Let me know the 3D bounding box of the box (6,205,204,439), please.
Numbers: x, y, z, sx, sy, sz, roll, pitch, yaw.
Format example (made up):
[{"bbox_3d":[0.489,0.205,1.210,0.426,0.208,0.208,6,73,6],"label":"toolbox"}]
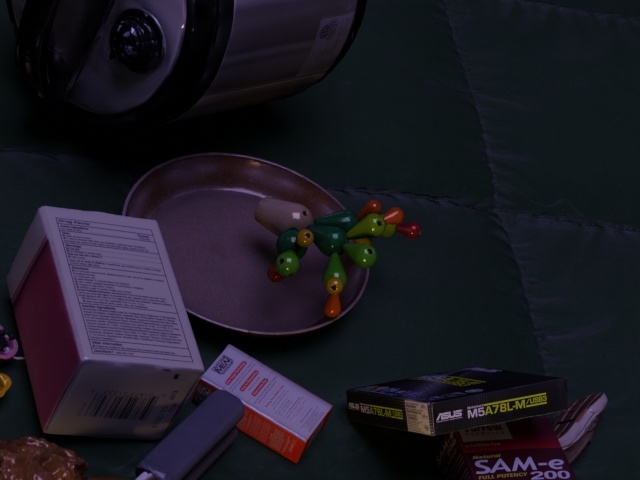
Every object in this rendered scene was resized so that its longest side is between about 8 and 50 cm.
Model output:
[{"bbox_3d":[-0.242,0.092,1.989,0.149,0.127,0.232,8,42,-30],"label":"box"}]

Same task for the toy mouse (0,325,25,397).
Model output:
[{"bbox_3d":[-0.390,0.120,1.971,0.161,0.031,0.143,-17,66,-47],"label":"toy mouse"}]

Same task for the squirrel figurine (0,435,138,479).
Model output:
[{"bbox_3d":[-0.242,0.381,1.538,0.281,0.397,0.370,-6,56,32],"label":"squirrel figurine"}]

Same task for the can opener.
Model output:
[{"bbox_3d":[-0.184,0.245,1.904,0.093,0.074,0.280,35,43,17],"label":"can opener"}]

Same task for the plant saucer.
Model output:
[{"bbox_3d":[-0.095,0.013,2.204,0.311,0.050,0.310,12,43,-11],"label":"plant saucer"}]

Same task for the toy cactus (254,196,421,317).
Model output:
[{"bbox_3d":[0.000,0.000,2.166,0.180,0.112,0.219,25,40,34],"label":"toy cactus"}]

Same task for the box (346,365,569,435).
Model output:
[{"bbox_3d":[0.153,0.181,2.045,0.184,0.045,0.191,-10,5,-27],"label":"box"}]

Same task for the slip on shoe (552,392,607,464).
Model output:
[{"bbox_3d":[0.308,0.226,2.151,0.135,0.051,0.041,-39,108,-53],"label":"slip on shoe"}]

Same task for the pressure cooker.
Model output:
[{"bbox_3d":[-0.189,-0.333,2.249,0.375,0.370,0.420,1,13,41],"label":"pressure cooker"}]

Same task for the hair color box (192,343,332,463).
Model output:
[{"bbox_3d":[-0.066,0.184,2.039,0.141,0.043,0.072,31,43,10],"label":"hair color box"}]

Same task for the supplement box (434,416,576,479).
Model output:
[{"bbox_3d":[0.229,0.311,2.003,0.130,0.073,0.239,-1,45,-22],"label":"supplement box"}]
